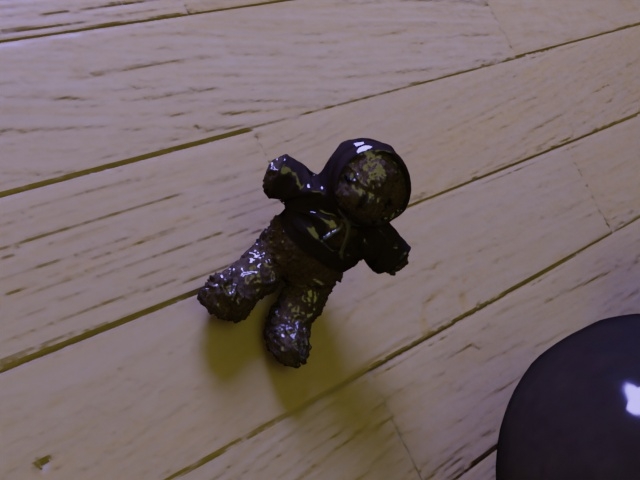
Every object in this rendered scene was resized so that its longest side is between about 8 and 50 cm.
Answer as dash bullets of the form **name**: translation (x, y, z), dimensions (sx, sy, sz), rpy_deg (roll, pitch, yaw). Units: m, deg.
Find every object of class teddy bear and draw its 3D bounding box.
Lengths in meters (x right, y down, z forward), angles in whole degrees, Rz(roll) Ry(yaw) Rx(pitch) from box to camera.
- **teddy bear**: translation (-0.003, 0.000, 0.574), dimensions (0.119, 0.078, 0.160), rpy_deg (39, 92, -16)

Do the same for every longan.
- **longan**: translation (0.226, 0.169, 0.576), dimensions (0.248, 0.248, 0.248), rpy_deg (14, 62, -29)
